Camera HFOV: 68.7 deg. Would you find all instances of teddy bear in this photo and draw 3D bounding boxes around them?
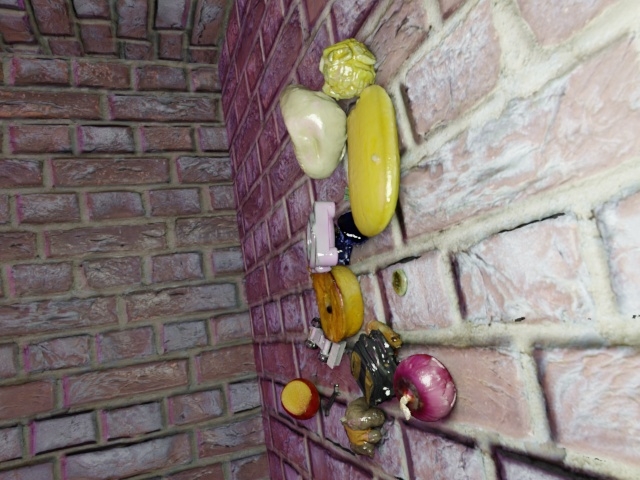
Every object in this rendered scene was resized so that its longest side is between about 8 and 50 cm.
[{"bbox_3d":[0.144,0.669,1.652,0.177,0.140,0.190,15,117,64],"label":"teddy bear"}]

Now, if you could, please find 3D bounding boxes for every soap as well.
[{"bbox_3d":[0.158,-0.224,1.420,0.306,0.115,0.426,164,106,-70],"label":"soap"}]

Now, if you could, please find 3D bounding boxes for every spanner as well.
[{"bbox_3d":[0.047,0.701,2.051,0.254,0.015,0.054,107,150,-44],"label":"spanner"}]

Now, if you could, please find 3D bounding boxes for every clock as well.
[{"bbox_3d":[0.000,0.000,1.612,0.248,0.090,0.227,111,158,-72],"label":"clock"}]

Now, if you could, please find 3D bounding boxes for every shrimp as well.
[{"bbox_3d":[0.208,0.329,1.511,0.236,0.053,0.132,177,83,-68],"label":"shrimp"}]

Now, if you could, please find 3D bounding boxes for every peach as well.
[{"bbox_3d":[-0.095,0.744,2.190,0.192,0.191,0.190,114,149,-85],"label":"peach"}]

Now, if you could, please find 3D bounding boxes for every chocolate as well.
[{"bbox_3d":[0.088,-0.004,1.684,0.148,0.126,0.343,43,158,5],"label":"chocolate"}]

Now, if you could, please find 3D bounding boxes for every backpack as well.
[{"bbox_3d":[0.175,0.381,1.442,0.206,0.133,0.258,51,158,38],"label":"backpack"}]

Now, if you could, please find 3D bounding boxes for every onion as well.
[{"bbox_3d":[0.270,0.389,1.239,0.177,0.154,0.177,-177,90,-79],"label":"onion"}]

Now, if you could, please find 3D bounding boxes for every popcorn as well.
[{"bbox_3d":[0.083,-0.536,1.477,0.187,0.167,0.185,-125,27,-65],"label":"popcorn"}]

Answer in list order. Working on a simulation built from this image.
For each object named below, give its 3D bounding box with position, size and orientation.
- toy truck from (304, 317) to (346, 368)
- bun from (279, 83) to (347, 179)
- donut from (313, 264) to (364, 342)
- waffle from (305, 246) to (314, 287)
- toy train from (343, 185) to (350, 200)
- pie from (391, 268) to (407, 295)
[{"bbox_3d":[0.029,0.411,1.906,0.286,0.111,0.136,33,109,60],"label":"toy truck"},{"bbox_3d":[-0.009,-0.393,1.646,0.361,0.213,0.360,-18,-90,-86],"label":"bun"},{"bbox_3d":[0.069,0.226,1.766,0.303,0.110,0.302,173,90,-69],"label":"donut"},{"bbox_3d":[-0.003,0.107,1.996,0.291,0.051,0.290,175,90,-70],"label":"waffle"},{"bbox_3d":[0.117,-0.161,1.655,0.093,0.038,0.056,-152,65,-65],"label":"toy train"},{"bbox_3d":[0.241,0.128,1.428,0.085,0.017,0.085,175,90,-69],"label":"pie"}]
